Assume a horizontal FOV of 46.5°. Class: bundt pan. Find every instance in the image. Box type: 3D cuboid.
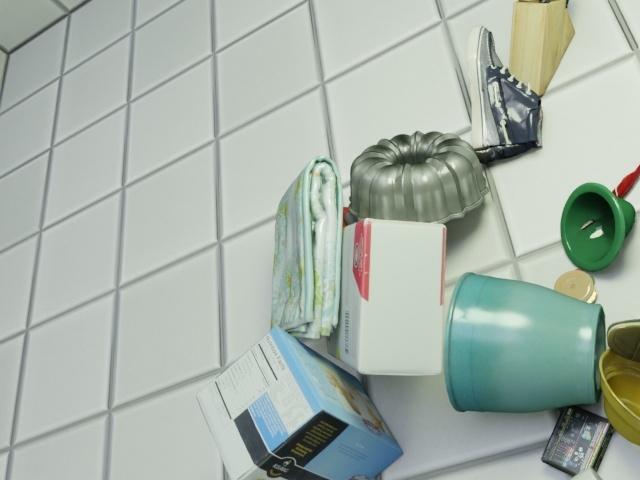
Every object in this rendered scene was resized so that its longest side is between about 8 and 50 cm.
[{"bbox_3d":[0.215,-0.155,1.705,0.330,0.124,0.331,-9,29,5],"label":"bundt pan"}]

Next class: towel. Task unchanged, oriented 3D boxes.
[{"bbox_3d":[-0.041,0.035,1.626,0.320,0.090,0.375,148,126,-70],"label":"towel"}]

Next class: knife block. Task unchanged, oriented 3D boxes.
[{"bbox_3d":[0.501,-0.516,1.746,0.088,0.242,0.276,20,77,42],"label":"knife block"}]

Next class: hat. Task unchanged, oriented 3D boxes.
[{"bbox_3d":[0.623,-0.044,1.530,0.173,0.183,0.209,-125,38,-48],"label":"hat"}]

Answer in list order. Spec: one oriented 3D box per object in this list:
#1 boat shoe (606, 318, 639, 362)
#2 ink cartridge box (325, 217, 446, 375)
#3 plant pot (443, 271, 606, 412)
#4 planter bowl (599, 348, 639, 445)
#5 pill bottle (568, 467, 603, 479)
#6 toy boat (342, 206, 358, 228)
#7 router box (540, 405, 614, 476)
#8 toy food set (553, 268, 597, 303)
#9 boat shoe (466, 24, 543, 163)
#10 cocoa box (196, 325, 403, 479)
[{"bbox_3d":[0.617,0.170,1.331,0.223,0.080,0.073,2,26,1],"label":"boat shoe"},{"bbox_3d":[0.119,0.109,1.510,0.160,0.384,0.280,2,87,-9],"label":"ink cartridge box"},{"bbox_3d":[0.393,0.200,1.397,0.255,0.272,0.272,2,65,28],"label":"plant pot"},{"bbox_3d":[0.565,0.293,1.295,0.217,0.217,0.090,56,137,41],"label":"planter bowl"},{"bbox_3d":[0.343,0.564,1.233,0.392,0.224,0.224,-38,49,10],"label":"pill bottle"},{"bbox_3d":[0.000,0.000,1.856,0.231,0.151,0.151,-36,49,13],"label":"toy boat"},{"bbox_3d":[0.476,0.373,1.376,0.092,0.038,0.123,19,76,41],"label":"router box"},{"bbox_3d":[0.519,0.097,1.521,0.083,0.020,0.083,-19,54,26],"label":"toy food set"},{"bbox_3d":[0.440,-0.355,1.759,0.158,0.127,0.341,-6,80,26],"label":"boat shoe"},{"bbox_3d":[-0.036,0.377,1.525,0.228,0.347,0.231,-42,48,7],"label":"cocoa box"}]
